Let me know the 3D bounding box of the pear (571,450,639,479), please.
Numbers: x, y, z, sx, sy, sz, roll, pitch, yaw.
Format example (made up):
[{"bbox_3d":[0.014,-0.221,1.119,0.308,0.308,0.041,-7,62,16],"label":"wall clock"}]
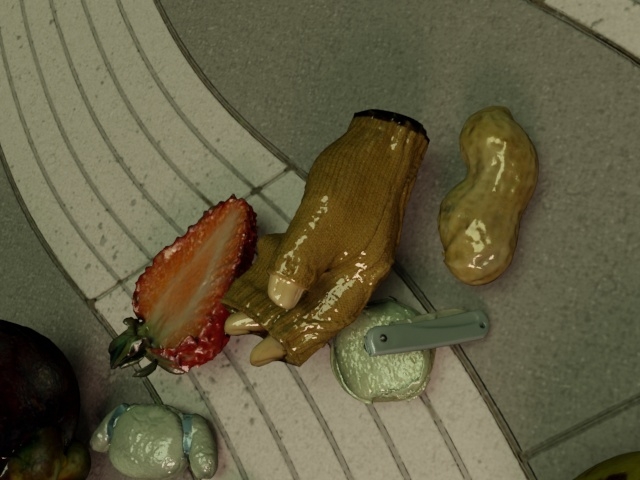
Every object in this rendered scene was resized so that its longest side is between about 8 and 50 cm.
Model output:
[{"bbox_3d":[0.298,0.318,0.652,0.284,0.283,0.283,-8,71,24],"label":"pear"}]

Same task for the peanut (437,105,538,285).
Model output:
[{"bbox_3d":[0.203,-0.057,0.922,0.103,0.098,0.229,18,79,-3],"label":"peanut"}]

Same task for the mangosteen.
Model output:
[{"bbox_3d":[-0.473,0.267,1.053,0.330,0.330,0.330,-8,71,24],"label":"mangosteen"}]

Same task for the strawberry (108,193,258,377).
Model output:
[{"bbox_3d":[-0.165,0.080,1.051,0.188,0.106,0.286,26,75,44],"label":"strawberry"}]

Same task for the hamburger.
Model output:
[{"bbox_3d":[0.075,0.136,0.944,0.140,0.062,0.133,1,76,24],"label":"hamburger"}]

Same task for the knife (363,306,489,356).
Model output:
[{"bbox_3d":[0.125,0.105,0.892,0.162,0.023,0.044,-6,72,-22],"label":"knife"}]

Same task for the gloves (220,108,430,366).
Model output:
[{"bbox_3d":[0.017,0.002,0.930,0.155,0.203,0.356,37,85,-2],"label":"gloves"}]

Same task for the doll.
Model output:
[{"bbox_3d":[-0.230,0.276,1.047,0.214,0.071,0.103,1,76,27],"label":"doll"}]
